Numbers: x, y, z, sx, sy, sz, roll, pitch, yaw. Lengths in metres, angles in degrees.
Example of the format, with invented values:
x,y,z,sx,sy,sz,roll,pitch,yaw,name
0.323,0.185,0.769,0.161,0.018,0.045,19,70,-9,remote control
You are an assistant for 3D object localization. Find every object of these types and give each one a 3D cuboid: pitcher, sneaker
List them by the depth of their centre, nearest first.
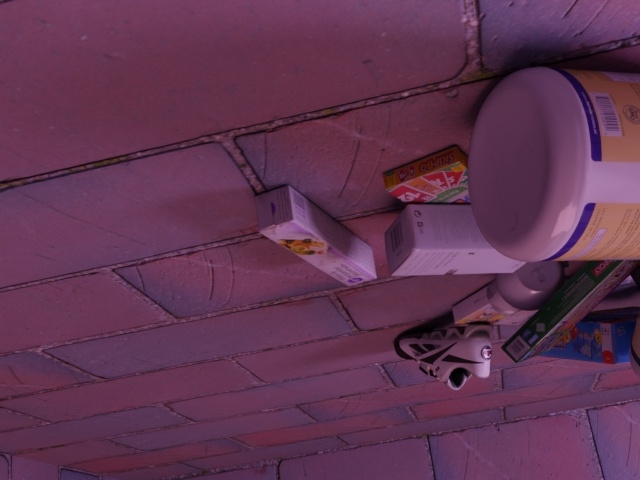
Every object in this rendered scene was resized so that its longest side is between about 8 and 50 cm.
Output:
x,y,z,sx,sy,sz,roll,pitch,yaw,name
0.425,0.068,1.602,0.178,0.125,0.207,-30,167,-6,pitcher
0.289,0.292,1.985,0.122,0.146,0.330,3,168,-28,sneaker

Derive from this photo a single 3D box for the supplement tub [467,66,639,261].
x,y,z,sx,sy,sz,roll,pitch,yaw,name
0.384,-0.093,1.040,0.331,0.241,0.241,0,156,-17,supplement tub

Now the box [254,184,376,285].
x,y,z,sx,sy,sz,roll,pitch,yaw,name
0.000,0.000,1.352,0.063,0.067,0.324,-17,156,22,box

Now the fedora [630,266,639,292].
x,y,z,sx,sy,sz,roll,pitch,yaw,name
0.745,0.069,1.674,0.276,0.124,0.243,-9,156,1,fedora

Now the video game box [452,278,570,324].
x,y,z,sx,sy,sz,roll,pitch,yaw,name
0.428,0.138,1.829,0.187,0.048,0.205,2,155,-27,video game box

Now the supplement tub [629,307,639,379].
x,y,z,sx,sy,sz,roll,pitch,yaw,name
0.708,0.114,1.474,0.235,0.235,0.324,-3,117,-10,supplement tub

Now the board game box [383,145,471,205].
x,y,z,sx,sy,sz,roll,pitch,yaw,name
0.215,-0.071,1.300,0.124,0.039,0.259,-20,157,27,board game box

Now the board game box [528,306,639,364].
x,y,z,sx,sy,sz,roll,pitch,yaw,name
0.674,0.203,1.798,0.308,0.086,0.302,-4,178,-20,board game box

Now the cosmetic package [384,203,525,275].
x,y,z,sx,sy,sz,roll,pitch,yaw,name
0.231,0.000,1.323,0.231,0.085,0.117,0,157,-15,cosmetic package

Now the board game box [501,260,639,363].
x,y,z,sx,sy,sz,roll,pitch,yaw,name
0.497,0.101,1.543,0.317,0.046,0.213,-50,155,21,board game box
